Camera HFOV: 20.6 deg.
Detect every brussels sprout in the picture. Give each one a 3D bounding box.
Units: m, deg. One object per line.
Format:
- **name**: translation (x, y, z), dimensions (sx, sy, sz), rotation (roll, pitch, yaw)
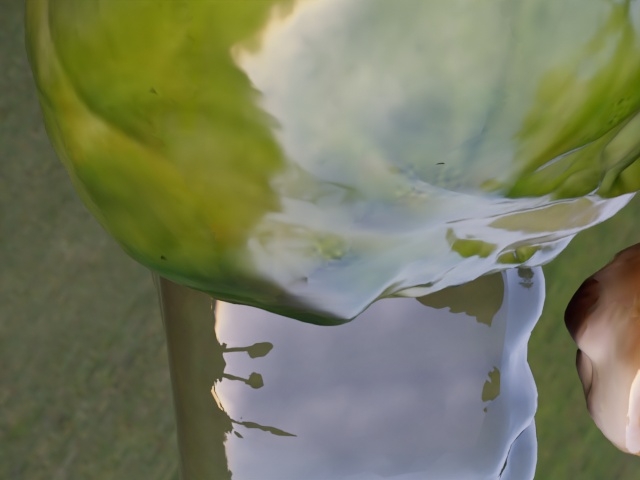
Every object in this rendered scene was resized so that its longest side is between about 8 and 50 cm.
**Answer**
- **brussels sprout**: translation (0.023, -0.077, 0.610), dimensions (0.271, 0.210, 0.219), rotation (13, 142, -43)

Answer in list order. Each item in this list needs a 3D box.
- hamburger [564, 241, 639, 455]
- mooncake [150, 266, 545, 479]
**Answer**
- **hamburger**: translation (0.222, 0.031, 0.593), dimensions (0.276, 0.236, 0.276), rotation (-43, -153, 29)
- **mooncake**: translation (0.000, 0.000, 0.918), dimensions (0.351, 0.187, 0.351), rotation (174, -90, -85)
